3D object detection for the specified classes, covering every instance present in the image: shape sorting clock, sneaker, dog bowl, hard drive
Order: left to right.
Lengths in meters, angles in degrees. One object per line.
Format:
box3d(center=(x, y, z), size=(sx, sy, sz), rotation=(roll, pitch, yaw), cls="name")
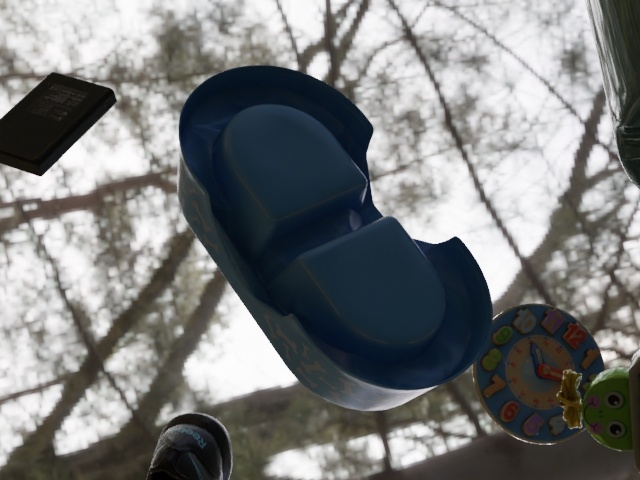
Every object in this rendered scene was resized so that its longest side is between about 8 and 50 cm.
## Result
box3d(center=(-0.301, -0.130, 1.311), size=(0.094, 0.135, 0.022), rotation=(18, -39, 26), cls="hard drive")
box3d(center=(-0.150, 0.308, 1.191), size=(0.106, 0.101, 0.267), rotation=(-47, 141, -73), cls="sneaker")
box3d(center=(0.000, 0.000, 0.909), size=(0.297, 0.166, 0.074), rotation=(54, -36, 17), cls="dog bowl")
box3d(center=(0.320, 0.191, 1.734), size=(0.040, 0.206, 0.206), rotation=(132, -57, -66), cls="shape sorting clock")

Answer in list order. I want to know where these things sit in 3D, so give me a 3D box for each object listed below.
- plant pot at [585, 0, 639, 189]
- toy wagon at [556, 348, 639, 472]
box3d(center=(0.383, -0.218, 1.076), size=(0.341, 0.341, 0.334), rotation=(121, -20, -51), cls="plant pot")
box3d(center=(0.404, 0.176, 1.177), size=(0.344, 0.068, 0.267), rotation=(-1, -74, 21), cls="toy wagon")
